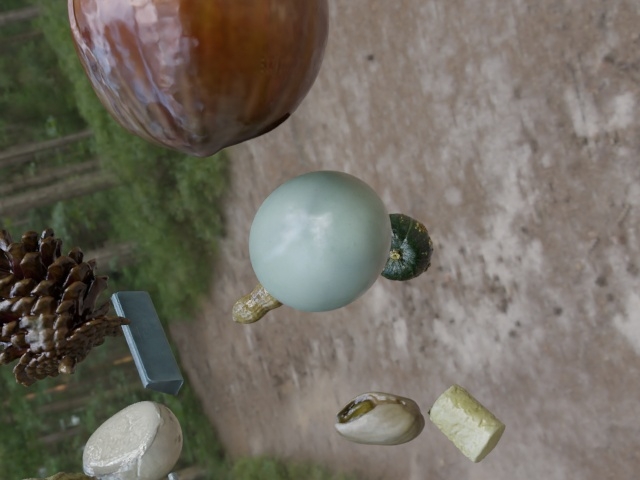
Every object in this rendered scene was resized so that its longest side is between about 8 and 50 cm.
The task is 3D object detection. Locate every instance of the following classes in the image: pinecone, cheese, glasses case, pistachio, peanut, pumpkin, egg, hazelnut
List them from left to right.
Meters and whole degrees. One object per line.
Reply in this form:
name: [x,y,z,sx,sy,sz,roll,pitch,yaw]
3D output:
pinecone: [-0.371,0.077,1.217,0.212,0.186,0.169,65,157,-3]
glasses case: [-0.389,0.224,2.087,0.105,0.056,0.266,29,-156,-50]
hazelnut: [-0.169,-0.296,1.230,0.315,0.372,0.372,1,-110,-62]
peanut: [-0.157,0.155,2.358,0.089,0.193,0.089,42,-151,-30]
egg: [0.000,0.000,1.514,0.371,0.230,0.229,131,123,-75]
pistachio: [0.155,0.471,2.400,0.137,0.238,0.153,-69,-21,-66]
pumpkin: [0.208,0.019,2.447,0.146,0.190,0.190,-115,13,-65]
cheese: [0.354,0.443,2.231,0.167,0.123,0.094,43,-168,32]

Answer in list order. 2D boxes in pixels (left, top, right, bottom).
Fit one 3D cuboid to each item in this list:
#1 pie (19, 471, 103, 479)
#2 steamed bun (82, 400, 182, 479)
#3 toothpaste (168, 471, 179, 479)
pie: [-0.381,0.444,1.227,0.092,0.315,0.315,28,138,41]
steamed bun: [-0.380,0.437,1.898,0.130,0.228,0.177,49,-157,-34]
toothpaste: [-0.235,0.427,1.530,0.083,0.024,0.015,61,177,32]
